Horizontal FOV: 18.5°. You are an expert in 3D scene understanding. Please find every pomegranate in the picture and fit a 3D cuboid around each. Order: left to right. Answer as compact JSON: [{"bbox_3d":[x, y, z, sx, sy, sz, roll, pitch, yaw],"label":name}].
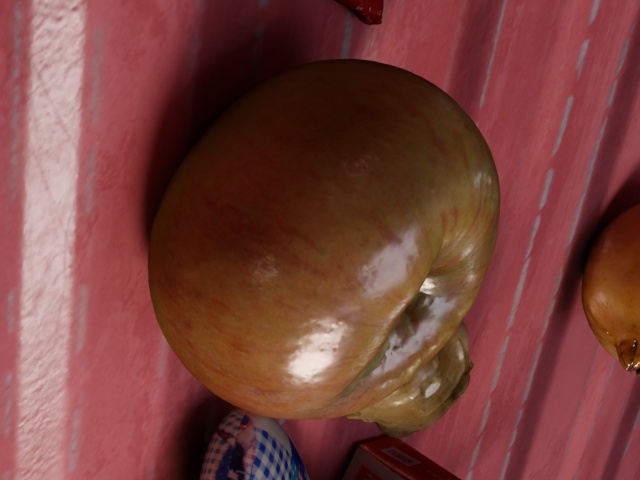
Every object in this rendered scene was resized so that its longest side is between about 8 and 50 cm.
[{"bbox_3d":[0.387,0.055,2.129,0.209,0.209,0.209,-43,153,-28],"label":"pomegranate"}]

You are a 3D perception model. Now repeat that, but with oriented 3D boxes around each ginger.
[{"bbox_3d":[0.034,0.111,1.679,0.294,0.086,0.131,5,125,-55],"label":"ginger"}]

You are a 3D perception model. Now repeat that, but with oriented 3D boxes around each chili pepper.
[{"bbox_3d":[0.022,-0.177,1.343,0.045,0.027,0.178,-55,158,-7],"label":"chili pepper"}]

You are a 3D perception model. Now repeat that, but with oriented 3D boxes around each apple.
[{"bbox_3d":[0.000,0.000,1.319,0.261,0.194,0.261,-41,153,-27],"label":"apple"}]

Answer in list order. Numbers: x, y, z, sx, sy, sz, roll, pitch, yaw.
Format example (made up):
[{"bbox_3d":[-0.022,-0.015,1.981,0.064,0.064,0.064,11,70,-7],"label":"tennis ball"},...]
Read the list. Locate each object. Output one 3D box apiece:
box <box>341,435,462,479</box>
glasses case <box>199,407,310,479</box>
[{"bbox_3d":[0.063,0.298,1.892,0.099,0.133,0.182,-2,124,-63],"label":"box"},{"bbox_3d":[-0.048,0.242,1.646,0.327,0.076,0.125,74,24,-63],"label":"glasses case"}]
